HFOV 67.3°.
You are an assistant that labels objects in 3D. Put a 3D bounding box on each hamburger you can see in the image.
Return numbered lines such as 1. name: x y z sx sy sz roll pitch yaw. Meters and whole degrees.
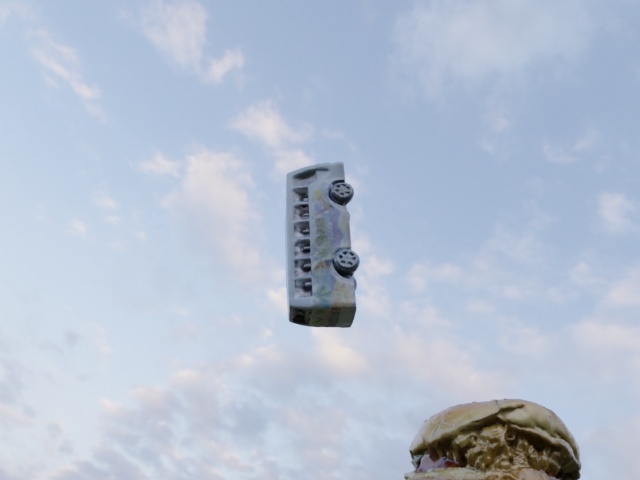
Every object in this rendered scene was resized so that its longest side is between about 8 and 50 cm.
1. hamburger: 0.237 0.335 0.676 0.245 0.162 0.244 6 -39 5

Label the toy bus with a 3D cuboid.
1. toy bus: 0.000 0.000 0.919 0.136 0.329 0.109 -1 -32 -3
